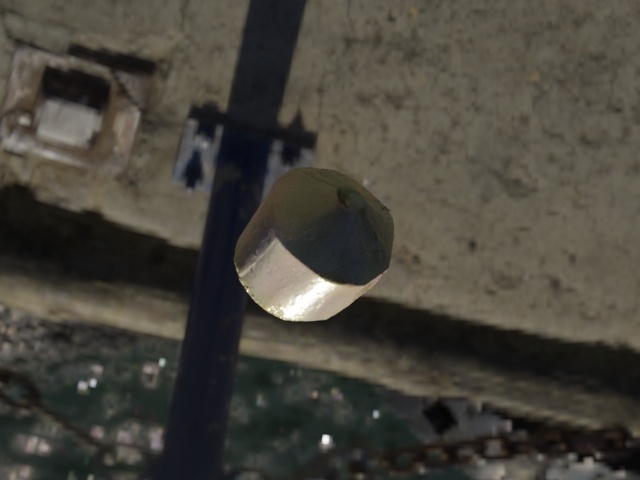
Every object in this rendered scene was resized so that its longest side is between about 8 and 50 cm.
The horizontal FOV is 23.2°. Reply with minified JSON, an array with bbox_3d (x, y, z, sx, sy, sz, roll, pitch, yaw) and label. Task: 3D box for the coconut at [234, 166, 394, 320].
[{"bbox_3d":[0.000,0.000,1.259,0.116,0.116,0.122,23,140,-16],"label":"coconut"}]
